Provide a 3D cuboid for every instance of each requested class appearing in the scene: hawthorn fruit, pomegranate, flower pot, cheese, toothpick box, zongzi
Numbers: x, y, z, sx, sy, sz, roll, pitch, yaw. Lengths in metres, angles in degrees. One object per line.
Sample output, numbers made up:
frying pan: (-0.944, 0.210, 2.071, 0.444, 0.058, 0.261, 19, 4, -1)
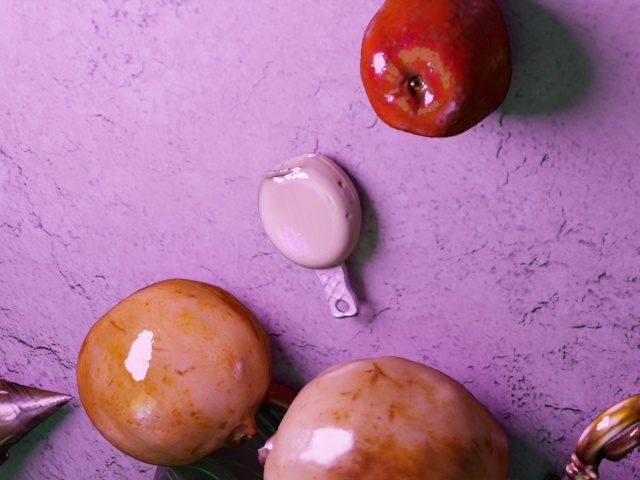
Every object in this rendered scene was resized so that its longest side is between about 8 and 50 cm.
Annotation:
hawthorn fruit: (0.122, -0.197, 1.225, 0.189, 0.189, 0.189, 10, 118, 19)
pomegranate: (-0.190, 0.179, 1.492, 0.264, 0.264, 0.264, 10, 118, 19)
pomegranate: (0.077, 0.307, 1.403, 0.332, 0.332, 0.332, 10, 118, 19)
flower pot: (-0.153, 0.344, 1.631, 0.235, 0.140, 0.235, 10, 119, 17)
cheese: (0.000, 0.000, 1.439, 0.137, 0.064, 0.227, -10, 109, 31)
toothpick box: (-0.053, 0.225, 1.583, 0.083, 0.047, 0.047, 25, 122, 12)
zongzi: (-0.566, 0.228, 1.769, 0.300, 0.138, 0.286, -34, 90, 19)

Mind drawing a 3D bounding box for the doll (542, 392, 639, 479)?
doll: (0.391, 0.355, 1.387, 0.318, 0.209, 0.340, 26, 131, -29)
